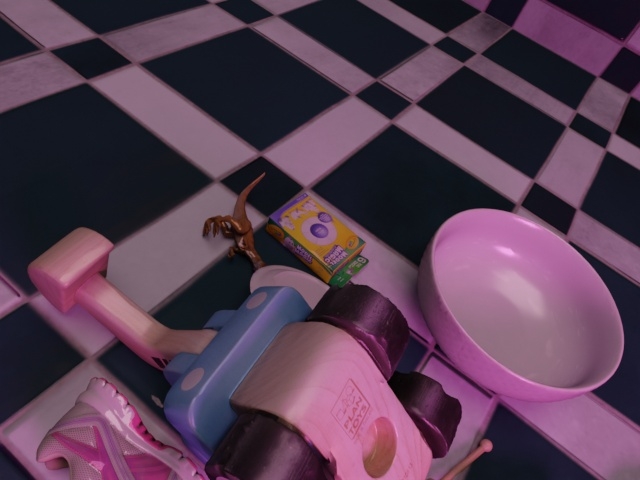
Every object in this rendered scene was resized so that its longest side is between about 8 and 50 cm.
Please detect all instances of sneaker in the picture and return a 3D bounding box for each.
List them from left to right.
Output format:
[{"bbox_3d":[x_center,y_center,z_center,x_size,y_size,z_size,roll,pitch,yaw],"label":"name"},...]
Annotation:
[{"bbox_3d":[-0.209,0.274,0.508,0.252,0.103,0.111,34,53,18],"label":"sneaker"}]

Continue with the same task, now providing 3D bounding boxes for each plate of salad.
[{"bbox_3d":[-0.023,0.111,0.712,0.199,0.048,0.200,28,23,-13],"label":"plate of salad"}]

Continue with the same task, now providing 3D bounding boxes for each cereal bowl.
[{"bbox_3d":[0.312,0.115,0.782,0.338,0.141,0.339,10,49,-12],"label":"cereal bowl"}]

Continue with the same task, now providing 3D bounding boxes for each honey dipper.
[{"bbox_3d":[0.189,0.324,0.647,0.160,0.030,0.030,-19,60,-35],"label":"honey dipper"}]

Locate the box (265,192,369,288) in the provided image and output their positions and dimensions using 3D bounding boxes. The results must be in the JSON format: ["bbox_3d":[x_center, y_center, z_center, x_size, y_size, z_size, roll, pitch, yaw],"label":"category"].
[{"bbox_3d":[0.000,0.000,0.834,0.179,0.043,0.105,41,50,13],"label":"box"}]

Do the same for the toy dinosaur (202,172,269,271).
[{"bbox_3d":[-0.143,-0.028,0.807,0.112,0.064,0.212,8,57,-37],"label":"toy dinosaur"}]

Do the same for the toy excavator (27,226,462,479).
[{"bbox_3d":[-0.125,0.164,0.556,0.433,0.445,0.222,57,48,-24],"label":"toy excavator"}]
